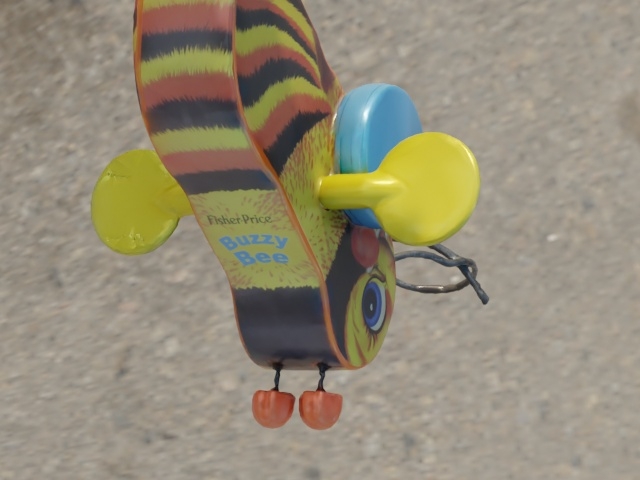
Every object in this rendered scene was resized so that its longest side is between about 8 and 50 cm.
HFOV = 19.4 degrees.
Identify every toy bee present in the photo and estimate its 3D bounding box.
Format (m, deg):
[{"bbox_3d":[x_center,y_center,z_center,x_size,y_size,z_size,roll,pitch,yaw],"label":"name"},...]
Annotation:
[{"bbox_3d":[0.000,0.000,0.896,0.298,0.195,0.162,36,53,-31],"label":"toy bee"}]
